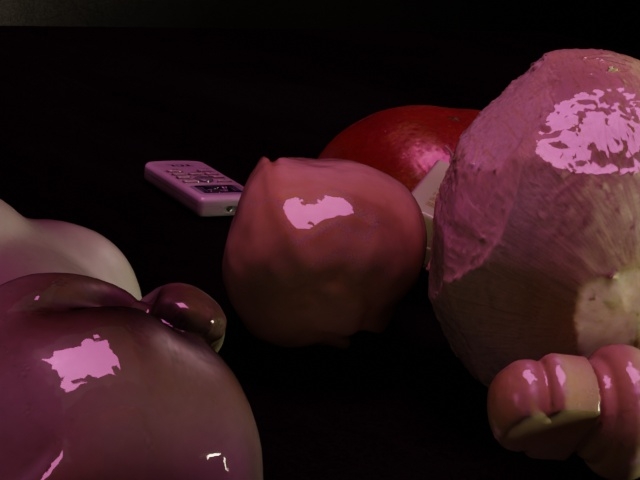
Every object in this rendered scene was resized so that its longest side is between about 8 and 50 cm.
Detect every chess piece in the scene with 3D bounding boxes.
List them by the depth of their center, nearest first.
[{"bbox_3d":[0.312,0.130,1.004,0.397,0.117,0.117,6,15,-13],"label":"chess piece"}]

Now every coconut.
[{"bbox_3d":[0.230,0.005,1.135,0.297,0.297,0.254,6,30,1],"label":"coconut"}]

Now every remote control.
[{"bbox_3d":[-0.151,-0.067,1.712,0.087,0.029,0.190,-2,17,-29],"label":"remote control"}]

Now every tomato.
[{"bbox_3d":[0.153,-0.090,1.712,0.338,0.144,0.338,4,18,-1],"label":"tomato"}]

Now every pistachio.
[{"bbox_3d":[0.000,0.000,1.252,0.187,0.187,0.299,6,11,0],"label":"pistachio"}]

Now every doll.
[{"bbox_3d":[-0.172,0.092,0.811,0.370,0.226,0.215,18,-15,49],"label":"doll"}]

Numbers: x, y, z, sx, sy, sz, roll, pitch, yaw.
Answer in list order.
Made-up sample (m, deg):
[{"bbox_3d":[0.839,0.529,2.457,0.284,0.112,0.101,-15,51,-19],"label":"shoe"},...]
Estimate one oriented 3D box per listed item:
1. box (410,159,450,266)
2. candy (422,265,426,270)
[{"bbox_3d":[0.184,0.000,1.427,0.201,0.058,0.141,24,30,10],"label":"box"},{"bbox_3d":[0.131,0.021,1.477,0.262,0.073,0.077,16,35,8],"label":"candy"}]
